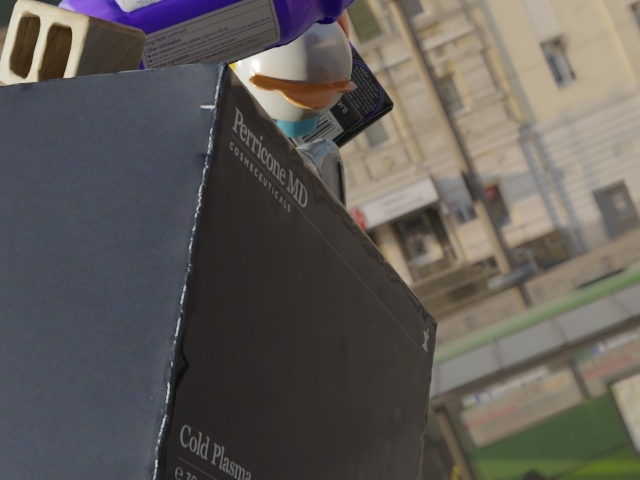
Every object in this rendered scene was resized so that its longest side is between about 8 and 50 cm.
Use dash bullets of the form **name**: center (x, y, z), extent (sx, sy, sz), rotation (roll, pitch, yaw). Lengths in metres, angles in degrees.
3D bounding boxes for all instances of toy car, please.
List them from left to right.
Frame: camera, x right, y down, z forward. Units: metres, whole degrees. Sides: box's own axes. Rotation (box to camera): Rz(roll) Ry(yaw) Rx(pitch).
- **toy car**: center (-0.056, -0.182, 1.333), extent (0.210, 0.219, 0.238), rotation (1, 26, -16)

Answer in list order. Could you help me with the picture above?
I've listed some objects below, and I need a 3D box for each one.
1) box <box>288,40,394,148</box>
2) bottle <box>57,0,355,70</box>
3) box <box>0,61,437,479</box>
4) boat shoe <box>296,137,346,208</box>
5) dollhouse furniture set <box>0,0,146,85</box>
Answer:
- **box**: center (-0.054, -0.160, 1.703), extent (0.143, 0.165, 0.270), rotation (-37, 4, -21)
- **bottle**: center (-0.067, -0.197, 1.133), extent (0.283, 0.092, 0.118), rotation (-23, 26, -18)
- **box**: center (-0.079, 0.128, 0.756), extent (0.179, 0.312, 0.343), rotation (-2, -26, 23)
- **boat shoe**: center (-0.001, -0.001, 1.415), extent (0.079, 0.227, 0.081), rotation (26, 45, 34)
- **dollhouse furniture set**: center (-0.200, -0.133, 0.808), extent (0.201, 0.374, 0.152), rotation (14, 7, -35)
